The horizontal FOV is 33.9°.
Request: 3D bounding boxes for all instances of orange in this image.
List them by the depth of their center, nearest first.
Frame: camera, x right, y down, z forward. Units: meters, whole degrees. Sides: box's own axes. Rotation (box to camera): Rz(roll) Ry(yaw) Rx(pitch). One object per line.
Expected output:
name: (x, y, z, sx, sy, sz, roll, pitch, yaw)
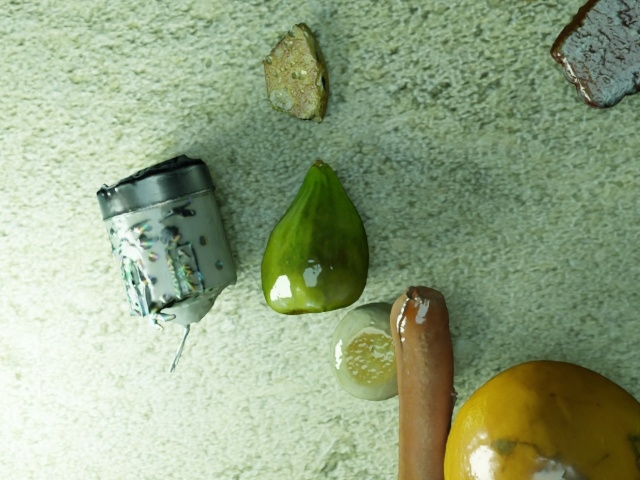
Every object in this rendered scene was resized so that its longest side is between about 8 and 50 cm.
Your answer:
orange: (0.326, 0.323, 1.484, 0.312, 0.312, 0.312, 1, 94, 12)

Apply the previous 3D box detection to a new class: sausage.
sausage: (0.153, 0.260, 1.570, 0.094, 0.094, 0.418, -7, 111, -12)

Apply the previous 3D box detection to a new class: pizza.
pizza: (-0.037, -0.258, 1.653, 0.099, 0.036, 0.160, -10, 91, 12)

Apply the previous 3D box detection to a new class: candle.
candle: (-0.229, 0.037, 1.643, 0.188, 0.187, 0.330, -14, 92, 13)

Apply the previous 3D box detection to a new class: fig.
fig: (0.002, 0.015, 1.619, 0.167, 0.167, 0.233, 17, 61, 10)

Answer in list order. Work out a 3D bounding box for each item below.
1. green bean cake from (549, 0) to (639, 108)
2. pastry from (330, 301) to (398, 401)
green bean cake: (0.442, -0.315, 1.516, 0.233, 0.097, 0.198, -36, 88, 12)
pastry: (0.089, 0.174, 1.632, 0.157, 0.092, 0.156, 1, 101, 5)
